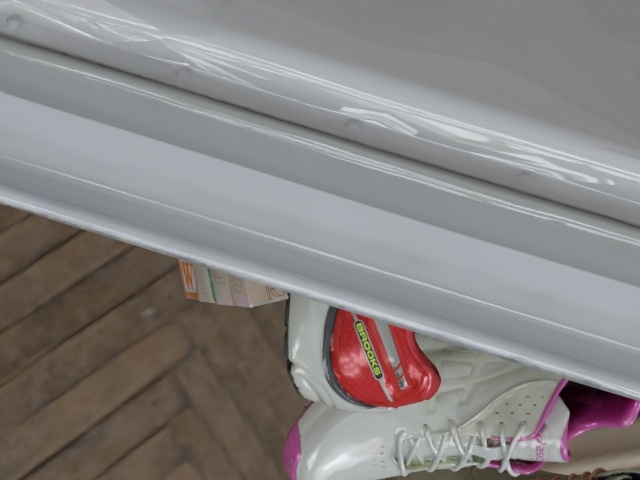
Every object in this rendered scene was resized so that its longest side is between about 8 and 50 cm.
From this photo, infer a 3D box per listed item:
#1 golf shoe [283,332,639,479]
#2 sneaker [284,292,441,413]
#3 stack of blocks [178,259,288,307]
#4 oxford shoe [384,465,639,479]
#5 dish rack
[{"bbox_3d":[0.121,0.137,1.347,0.306,0.115,0.140,-24,48,-14],"label":"golf shoe"},{"bbox_3d":[0.049,-0.030,1.051,0.118,0.107,0.279,6,84,6],"label":"sneaker"},{"bbox_3d":[0.000,0.000,1.462,0.171,0.297,0.087,-12,97,-24],"label":"stack of blocks"},{"bbox_3d":[0.240,0.254,1.562,0.140,0.397,0.147,-57,151,-42],"label":"oxford shoe"},{"bbox_3d":[0.058,-0.094,0.490,0.332,0.072,0.286,16,47,4],"label":"dish rack"}]
